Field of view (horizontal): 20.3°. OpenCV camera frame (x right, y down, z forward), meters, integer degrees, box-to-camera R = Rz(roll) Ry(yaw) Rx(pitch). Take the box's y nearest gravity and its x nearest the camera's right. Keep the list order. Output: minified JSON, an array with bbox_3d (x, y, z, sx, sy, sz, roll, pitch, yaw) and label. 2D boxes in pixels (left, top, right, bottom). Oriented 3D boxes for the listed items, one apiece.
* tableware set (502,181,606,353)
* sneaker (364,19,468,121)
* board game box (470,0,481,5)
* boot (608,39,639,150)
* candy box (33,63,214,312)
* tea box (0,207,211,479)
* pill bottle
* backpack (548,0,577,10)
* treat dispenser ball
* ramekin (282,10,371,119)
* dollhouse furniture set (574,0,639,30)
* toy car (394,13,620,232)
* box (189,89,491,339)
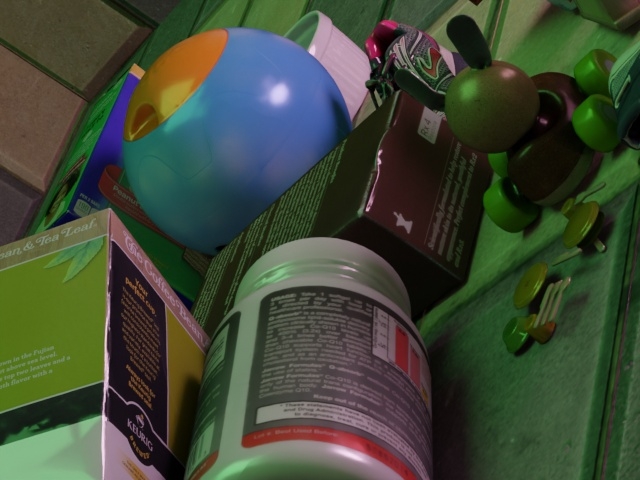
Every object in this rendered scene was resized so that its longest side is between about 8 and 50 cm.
[{"bbox_3d":[0.207,0.026,1.550,0.104,0.024,0.154,-33,29,60],"label":"tableware set"},{"bbox_3d":[0.106,-0.158,2.013,0.121,0.112,0.299,-52,18,15],"label":"sneaker"},{"bbox_3d":[0.207,-0.364,1.858,0.145,0.027,0.281,-48,-15,-14],"label":"board game box"},{"bbox_3d":[0.318,-0.161,1.522,0.190,0.069,0.086,-53,23,38],"label":"boot"},{"bbox_3d":[-0.225,-0.042,2.452,0.122,0.268,0.317,-38,25,37],"label":"candy box"},{"bbox_3d":[-0.208,0.212,1.617,0.220,0.329,0.323,-18,45,15],"label":"tea box"},{"bbox_3d":[-0.005,0.161,1.562,0.210,0.210,0.363,-48,18,27],"label":"pill bottle"},{"bbox_3d":[0.262,-0.304,1.895,0.105,0.084,0.114,-50,20,28],"label":"backpack"},{"bbox_3d":[-0.103,-0.121,2.219,0.288,0.288,0.288,-49,18,22],"label":"treat dispenser ball"},{"bbox_3d":[-0.019,-0.202,2.451,0.207,0.109,0.207,-50,18,22],"label":"ramekin"},{"bbox_3d":[0.336,-0.343,1.751,0.242,0.161,0.212,-34,17,-1],"label":"dollhouse furniture set"},{"bbox_3d":[0.166,-0.129,1.652,0.155,0.188,0.149,-45,20,34],"label":"toy car"},{"bbox_3d":[0.007,0.030,1.903,0.381,0.143,0.191,-42,21,45],"label":"box"}]
